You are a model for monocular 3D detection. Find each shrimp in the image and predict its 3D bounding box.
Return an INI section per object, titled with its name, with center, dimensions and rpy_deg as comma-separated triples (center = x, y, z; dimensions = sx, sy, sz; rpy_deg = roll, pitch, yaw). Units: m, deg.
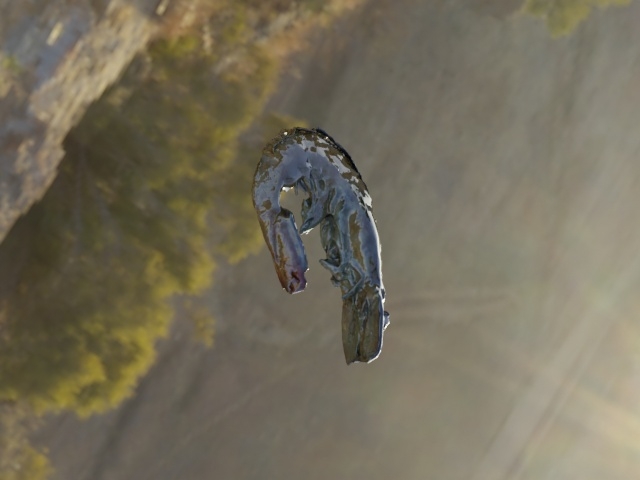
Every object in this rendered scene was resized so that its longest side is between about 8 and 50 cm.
[shrimp]
center = 0.001, 0.000, 1.415
dimensions = 0.058, 0.253, 0.173
rpy_deg = -23, 156, 39
